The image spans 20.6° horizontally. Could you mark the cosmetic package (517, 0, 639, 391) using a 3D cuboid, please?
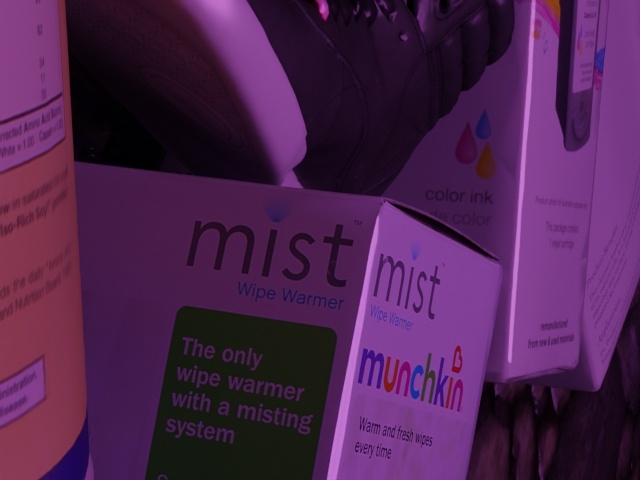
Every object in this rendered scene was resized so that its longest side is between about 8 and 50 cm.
[{"bbox_3d":[0.114,-0.108,1.150,0.217,0.156,0.385,-61,145,-41],"label":"cosmetic package"}]

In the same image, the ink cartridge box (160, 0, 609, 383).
[{"bbox_3d":[0.017,-0.093,0.857,0.131,0.226,0.306,-1,95,-67],"label":"ink cartridge box"}]

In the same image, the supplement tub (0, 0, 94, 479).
[{"bbox_3d":[-0.182,-0.062,0.422,0.241,0.241,0.331,-28,120,-61],"label":"supplement tub"}]

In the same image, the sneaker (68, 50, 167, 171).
[{"bbox_3d":[-0.083,-0.097,0.765,0.111,0.121,0.299,3,92,-65],"label":"sneaker"}]

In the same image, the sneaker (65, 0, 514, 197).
[{"bbox_3d":[-0.004,-0.092,0.649,0.147,0.105,0.296,-52,165,-5],"label":"sneaker"}]

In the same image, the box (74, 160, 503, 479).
[{"bbox_3d":[-0.091,0.090,0.616,0.127,0.262,0.231,23,77,-64],"label":"box"}]
